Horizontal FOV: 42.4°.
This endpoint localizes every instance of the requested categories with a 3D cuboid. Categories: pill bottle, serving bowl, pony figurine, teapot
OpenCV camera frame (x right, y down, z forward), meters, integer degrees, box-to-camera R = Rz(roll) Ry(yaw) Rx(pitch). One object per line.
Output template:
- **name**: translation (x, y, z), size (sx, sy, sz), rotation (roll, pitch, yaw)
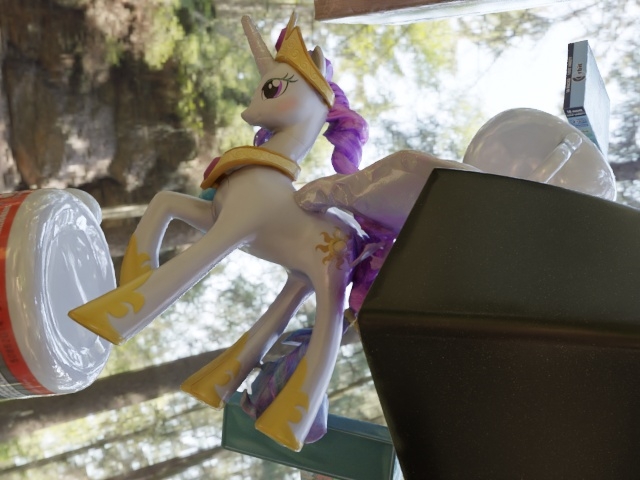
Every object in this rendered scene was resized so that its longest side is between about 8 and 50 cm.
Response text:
- **pill bottle**: translation (-0.417, 0.069, 0.852), size (0.210, 0.363, 0.210), rotation (-7, 90, -83)
- **serving bowl**: translation (-0.321, -0.038, 1.046), size (0.083, 0.083, 0.027), rotation (56, -30, 32)
- **pony figurine**: translation (0.000, 0.000, 0.777), size (0.363, 0.351, 0.303), rotation (-60, -170, -17)
- **teapot**: translation (0.299, -0.062, 1.229), size (0.252, 0.187, 0.256), rotation (24, -25, 51)

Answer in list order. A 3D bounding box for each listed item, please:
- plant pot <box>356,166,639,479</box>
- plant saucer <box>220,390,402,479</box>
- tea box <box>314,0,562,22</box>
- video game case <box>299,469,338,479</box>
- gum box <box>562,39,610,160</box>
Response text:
- **plant pot**: translation (0.150, 0.069, 0.564), size (0.167, 0.188, 0.187), rotation (0, -56, 28)
- **plant saucer**: translation (-0.012, 0.199, 0.814), size (0.192, 0.018, 0.067), rotation (10, -74, 15)
- **tea box**: translation (0.186, -0.390, 0.996), size (0.329, 0.323, 0.219), rotation (-2, -79, 24)
- **video game case**: translation (0.032, 0.280, 0.964), size (0.119, 0.015, 0.166), rotation (18, -34, 12)
- **gum box**: translation (0.502, -0.255, 1.547), size (0.041, 0.184, 0.157), rotation (-5, -123, 32)
